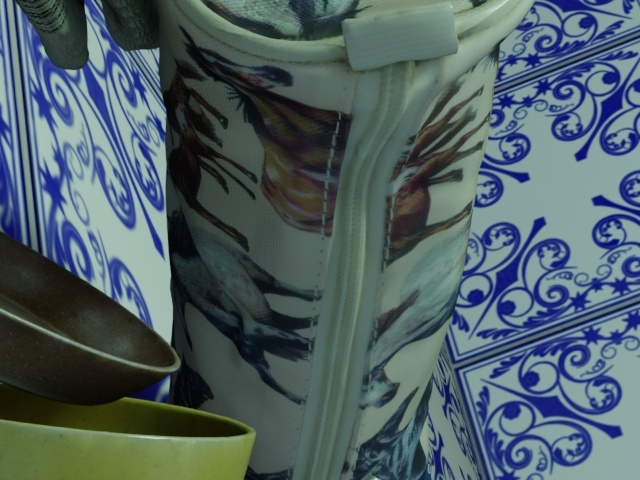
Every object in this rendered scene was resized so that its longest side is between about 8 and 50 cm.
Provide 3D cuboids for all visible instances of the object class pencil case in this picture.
[{"bbox_3d":[0.000,0.000,0.798,0.410,0.159,0.183,97,-25,-48],"label":"pencil case"}]

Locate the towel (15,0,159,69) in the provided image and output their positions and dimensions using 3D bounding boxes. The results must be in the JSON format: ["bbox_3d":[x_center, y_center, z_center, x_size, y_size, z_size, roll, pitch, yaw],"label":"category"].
[{"bbox_3d":[-0.139,-0.239,0.646,0.324,0.056,0.312,60,14,-83],"label":"towel"}]

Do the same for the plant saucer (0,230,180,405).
[{"bbox_3d":[-0.131,0.016,0.606,0.168,0.029,0.168,30,3,-2],"label":"plant saucer"}]

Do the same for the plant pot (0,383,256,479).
[{"bbox_3d":[-0.095,0.107,0.599,0.134,0.134,0.095,12,85,-80],"label":"plant pot"}]
